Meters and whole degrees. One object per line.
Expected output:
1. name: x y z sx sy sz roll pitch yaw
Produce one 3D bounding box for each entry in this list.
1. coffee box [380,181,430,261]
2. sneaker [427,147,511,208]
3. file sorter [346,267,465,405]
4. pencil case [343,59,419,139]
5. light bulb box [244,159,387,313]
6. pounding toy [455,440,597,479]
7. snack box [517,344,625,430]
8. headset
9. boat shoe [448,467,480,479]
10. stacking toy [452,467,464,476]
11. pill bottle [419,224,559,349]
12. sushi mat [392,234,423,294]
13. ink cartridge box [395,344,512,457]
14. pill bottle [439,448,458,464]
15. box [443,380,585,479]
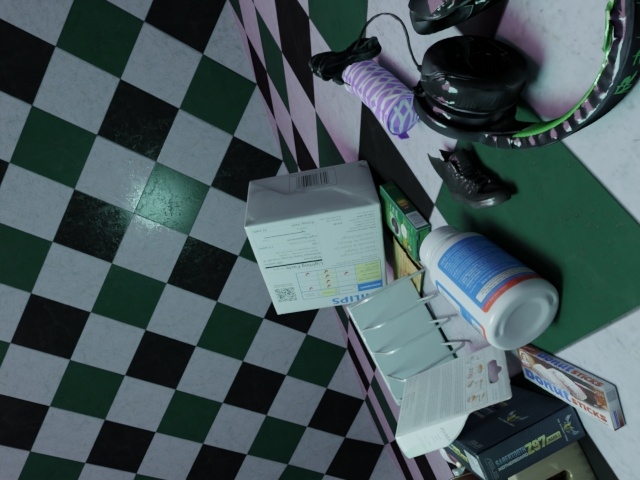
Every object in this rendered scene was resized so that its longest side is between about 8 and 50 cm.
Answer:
1. coffee box: 0.204 -0.050 1.019 0.113 0.040 0.184 77 168 -45
2. sneaker: 0.234 -0.106 0.672 0.170 0.051 0.089 -132 18 -75
3. file sorter: 0.224 0.235 1.019 0.278 0.192 0.173 62 167 9
4. pencil case: 0.117 -0.289 0.831 0.088 0.086 0.206 95 155 -43
5. light bulb box: 0.000 0.000 1.230 0.225 0.357 0.361 -95 -6 -49
6. pounding toy: 0.350 0.418 0.770 0.206 0.181 0.094 106 142 -76
7. snack box: 0.379 0.219 0.648 0.178 0.022 0.064 -156 44 -77
8. headset: 0.145 -0.231 0.486 0.394 0.185 0.244 35 146 55
9. boat shoe: 0.371 0.554 0.975 0.073 0.206 0.073 -50 38 35
10. stacking toy: 0.485 0.771 1.230 0.221 0.052 0.167 103 143 -71
11. pill bottle: 0.258 0.061 0.684 0.221 0.124 0.124 -124 15 -55
12. sushi mat: 0.251 0.130 1.223 0.317 0.019 0.151 79 165 -51
13. ink cartridge box: 0.255 0.293 0.782 0.056 0.224 0.181 57 -155 -6
14. pill bottle: 0.330 0.462 0.944 0.086 0.086 0.152 65 155 25
15. box: 0.319 0.338 0.761 0.233 0.183 0.059 120 127 -80
